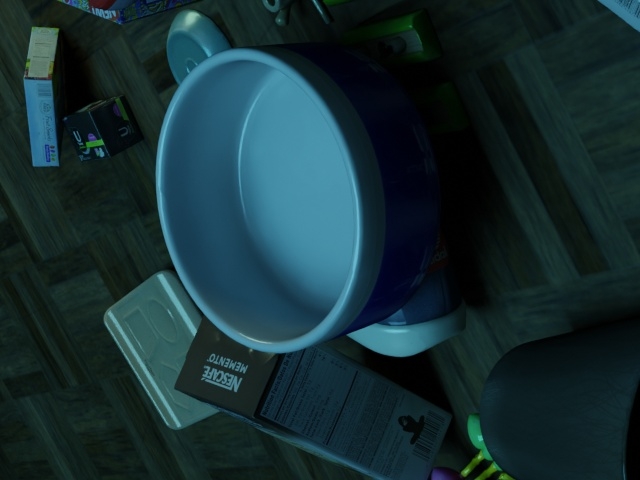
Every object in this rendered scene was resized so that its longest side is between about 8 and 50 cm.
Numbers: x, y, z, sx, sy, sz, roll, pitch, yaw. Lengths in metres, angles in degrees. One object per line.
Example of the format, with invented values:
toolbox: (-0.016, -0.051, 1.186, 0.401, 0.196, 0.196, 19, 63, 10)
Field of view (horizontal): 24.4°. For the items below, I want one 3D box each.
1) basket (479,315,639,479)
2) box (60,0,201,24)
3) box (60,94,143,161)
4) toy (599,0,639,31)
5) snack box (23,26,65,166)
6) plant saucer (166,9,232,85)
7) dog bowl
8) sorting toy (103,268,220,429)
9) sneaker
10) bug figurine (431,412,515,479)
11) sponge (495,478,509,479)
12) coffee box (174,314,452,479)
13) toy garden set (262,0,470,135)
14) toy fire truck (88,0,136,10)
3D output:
basket: (0.241, 0.144, 1.194, 0.154, 0.204, 0.227, 21, 169, -23)
box: (-0.203, -0.375, 1.322, 0.290, 0.177, 0.279, 25, 129, 44)
box: (-0.262, -0.134, 1.768, 0.083, 0.052, 0.062, -2, 115, 57)
toy: (0.210, -0.259, 0.981, 0.137, 0.056, 0.237, 43, 151, 18)
snack box: (-0.334, -0.174, 1.800, 0.100, 0.037, 0.141, -91, 5, -45)
plant saucer: (-0.128, -0.184, 1.562, 0.119, 0.021, 0.119, 36, 143, 34)
dog bowl: (-0.024, -0.040, 1.296, 0.265, 0.104, 0.265, 13, 109, 43)
sorting toy: (-0.188, 0.143, 1.927, 0.193, 0.038, 0.208, 58, 145, 0)
sneaker: (0.000, 0.000, 1.456, 0.350, 0.131, 0.148, 11, 119, 44)
bug figurine: (0.202, 0.276, 1.443, 0.216, 0.072, 0.279, 48, 148, 17)
sponge: (0.228, 0.314, 1.337, 0.117, 0.031, 0.210, -11, 107, 57)
coffee box: (-0.005, 0.161, 1.490, 0.246, 0.098, 0.141, 31, 167, -37)
toy garden set: (0.010, -0.195, 1.327, 0.204, 0.049, 0.244, -4, 114, 56)
toy fire truck: (-0.214, -0.247, 1.214, 0.192, 0.047, 0.135, 52, 144, 16)
